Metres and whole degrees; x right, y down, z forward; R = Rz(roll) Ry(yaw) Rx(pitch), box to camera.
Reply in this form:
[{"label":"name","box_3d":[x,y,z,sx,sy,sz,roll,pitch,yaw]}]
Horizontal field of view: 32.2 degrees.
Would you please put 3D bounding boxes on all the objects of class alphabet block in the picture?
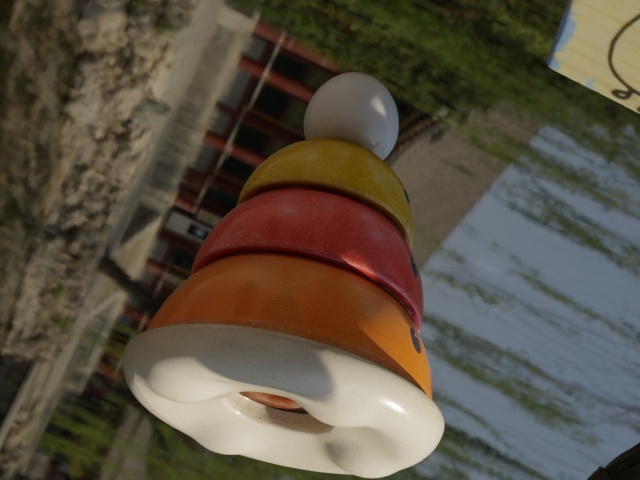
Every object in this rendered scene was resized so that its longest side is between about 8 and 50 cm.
[{"label":"alphabet block","box_3d":[0.377,-0.252,1.141,0.193,0.197,0.192,-52,163,-29]}]

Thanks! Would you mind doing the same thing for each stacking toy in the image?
[{"label":"stacking toy","box_3d":[0.000,0.000,1.271,0.350,0.351,0.479,130,-24,-62]}]

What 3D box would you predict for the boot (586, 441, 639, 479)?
[{"label":"boot","box_3d":[0.421,0.246,1.234,0.207,0.094,0.246,-45,-171,0]}]
